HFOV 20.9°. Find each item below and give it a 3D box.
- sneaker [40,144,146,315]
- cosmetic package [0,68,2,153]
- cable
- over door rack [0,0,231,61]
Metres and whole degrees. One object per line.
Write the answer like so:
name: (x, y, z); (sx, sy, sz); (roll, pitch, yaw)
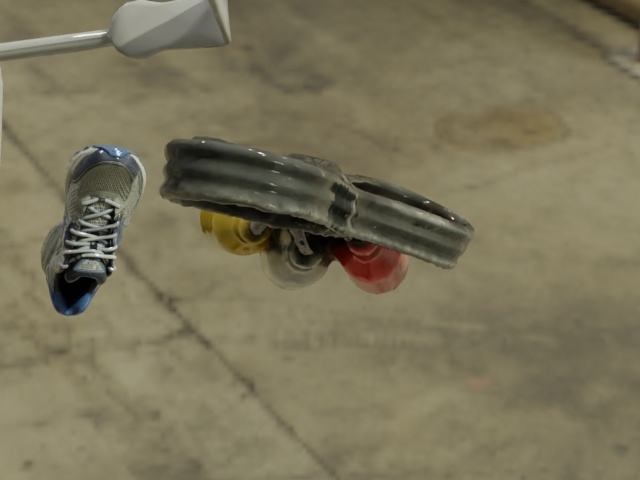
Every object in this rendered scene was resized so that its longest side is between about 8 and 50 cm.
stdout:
sneaker: (-0.142, -0.003, 1.095); (0.052, 0.135, 0.058); (9, 46, -16)
cosmetic package: (-0.252, 0.069, 0.295); (0.156, 0.217, 0.385); (19, 25, 38)
cable: (0.000, 0.000, 0.802); (0.139, 0.072, 0.287); (16, 3, 3)
over door rack: (-0.182, -0.154, 0.676); (0.324, 0.239, 0.108); (-10, -16, 16)
